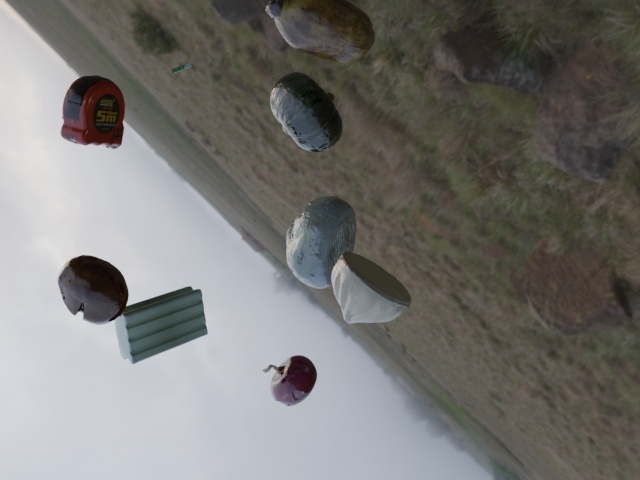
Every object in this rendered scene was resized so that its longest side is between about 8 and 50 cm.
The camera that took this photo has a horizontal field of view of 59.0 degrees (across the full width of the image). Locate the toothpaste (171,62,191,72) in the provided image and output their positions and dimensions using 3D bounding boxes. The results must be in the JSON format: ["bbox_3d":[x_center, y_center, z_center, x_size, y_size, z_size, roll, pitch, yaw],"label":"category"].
[{"bbox_3d":[-0.570,-0.707,2.318,0.020,0.083,0.017,-135,24,-76],"label":"toothpaste"}]

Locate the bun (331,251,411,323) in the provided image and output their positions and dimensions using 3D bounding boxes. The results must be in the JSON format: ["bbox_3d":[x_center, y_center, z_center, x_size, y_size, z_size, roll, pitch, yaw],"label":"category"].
[{"bbox_3d":[0.129,0.172,1.711,0.263,0.175,0.263,31,-167,-8],"label":"bun"}]

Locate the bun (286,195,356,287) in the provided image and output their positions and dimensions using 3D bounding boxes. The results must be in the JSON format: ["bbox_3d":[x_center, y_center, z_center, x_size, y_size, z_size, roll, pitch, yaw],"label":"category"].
[{"bbox_3d":[0.000,0.000,2.088,0.211,0.362,0.362,13,162,25],"label":"bun"}]

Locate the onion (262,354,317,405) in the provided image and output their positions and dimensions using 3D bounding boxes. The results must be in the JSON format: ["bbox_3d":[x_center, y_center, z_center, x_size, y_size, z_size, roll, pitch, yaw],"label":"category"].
[{"bbox_3d":[-0.093,0.470,1.909,0.154,0.177,0.177,69,168,-15],"label":"onion"}]

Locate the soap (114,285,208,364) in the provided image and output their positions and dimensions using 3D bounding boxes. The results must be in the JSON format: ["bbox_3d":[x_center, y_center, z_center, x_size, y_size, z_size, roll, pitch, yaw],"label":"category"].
[{"bbox_3d":[-0.487,0.253,1.739,0.087,0.265,0.160,10,110,45],"label":"soap"}]

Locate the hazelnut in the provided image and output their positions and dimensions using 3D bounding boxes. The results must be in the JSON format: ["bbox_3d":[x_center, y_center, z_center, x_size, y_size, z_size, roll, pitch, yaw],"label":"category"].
[{"bbox_3d":[-0.626,0.129,1.575,0.204,0.178,0.178,41,176,-7],"label":"hazelnut"}]

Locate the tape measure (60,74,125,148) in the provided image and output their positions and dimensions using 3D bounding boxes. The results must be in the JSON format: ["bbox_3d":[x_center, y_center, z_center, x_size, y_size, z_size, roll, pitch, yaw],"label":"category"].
[{"bbox_3d":[-0.801,-0.453,2.012,0.113,0.261,0.253,16,-167,13],"label":"tape measure"}]

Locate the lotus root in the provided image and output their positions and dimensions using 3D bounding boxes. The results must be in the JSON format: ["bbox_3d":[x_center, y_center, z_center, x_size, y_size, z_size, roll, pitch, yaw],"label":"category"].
[{"bbox_3d":[-0.001,-0.452,1.178,0.260,0.129,0.145,5,-175,-36],"label":"lotus root"}]

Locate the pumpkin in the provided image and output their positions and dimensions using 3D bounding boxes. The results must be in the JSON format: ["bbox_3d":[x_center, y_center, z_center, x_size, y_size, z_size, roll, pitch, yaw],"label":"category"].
[{"bbox_3d":[-0.031,-0.319,1.411,0.212,0.152,0.212,52,-168,-15],"label":"pumpkin"}]
